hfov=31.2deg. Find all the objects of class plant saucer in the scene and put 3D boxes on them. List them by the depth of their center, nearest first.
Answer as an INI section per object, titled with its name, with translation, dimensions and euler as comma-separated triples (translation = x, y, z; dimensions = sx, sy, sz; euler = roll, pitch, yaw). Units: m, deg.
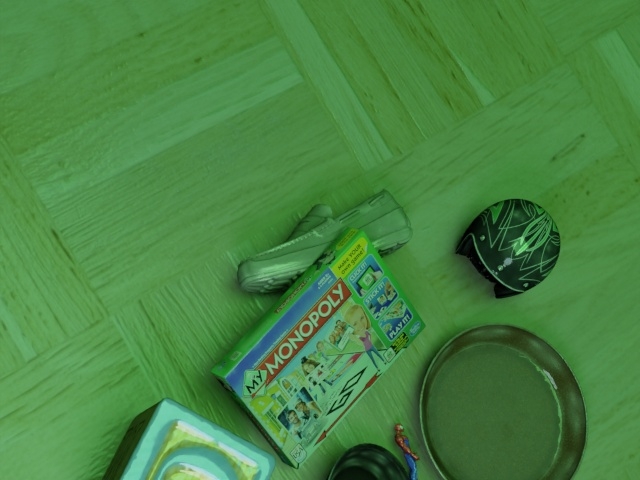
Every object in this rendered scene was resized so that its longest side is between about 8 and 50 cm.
[plant saucer]
translation = 0.297, 0.293, 1.894
dimensions = 0.310, 0.050, 0.311
euler = 6, 72, -18

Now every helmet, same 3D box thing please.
[helmet]
translation = 0.321, 0.010, 1.920
dimensions = 0.169, 0.161, 0.170
euler = 6, 73, -19

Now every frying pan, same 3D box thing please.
[frying pan]
translation = 0.111, 0.456, 1.773
dimensions = 0.326, 0.053, 0.197
euler = 49, 48, -21

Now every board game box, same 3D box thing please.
[board game box]
translation = 0.004, 0.164, 1.763
dimensions = 0.317, 0.046, 0.214
euler = -46, 121, -20

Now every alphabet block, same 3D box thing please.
[alphabet block]
translation = -0.203, 0.356, 1.610
dimensions = 0.192, 0.197, 0.193
euler = 32, 67, -10

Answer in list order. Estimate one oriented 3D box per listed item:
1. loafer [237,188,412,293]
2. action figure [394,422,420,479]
[loafer]
translation = 0.000, 0.000, 1.840
dimensions = 0.319, 0.112, 0.112
euler = -18, 77, -31
[action figure]
translation = 0.143, 0.347, 1.828
dimensions = 0.030, 0.038, 0.115
euler = -23, 85, -2
